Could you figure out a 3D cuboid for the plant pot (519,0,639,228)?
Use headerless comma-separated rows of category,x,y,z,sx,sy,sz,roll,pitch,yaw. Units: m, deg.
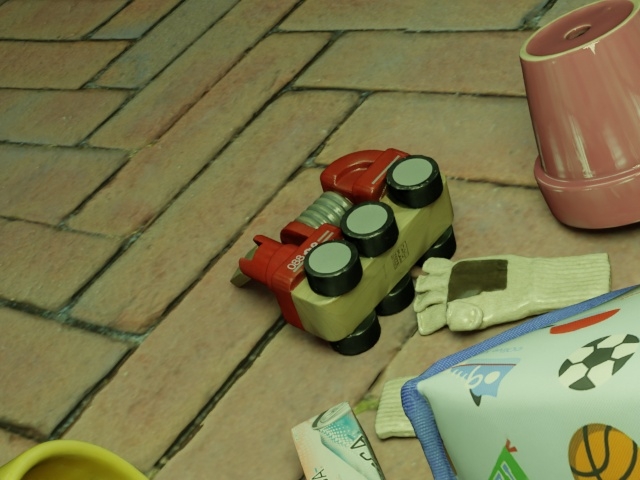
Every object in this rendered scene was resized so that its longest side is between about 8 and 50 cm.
plant pot,0.295,-0.138,1.130,0.201,0.180,0.201,-25,22,11

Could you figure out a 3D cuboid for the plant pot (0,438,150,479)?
plant pot,-0.239,0.317,0.854,0.239,0.254,0.254,-33,30,17

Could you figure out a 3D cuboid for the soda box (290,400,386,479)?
soda box,0.029,0.223,0.952,0.063,0.058,0.183,-26,33,0

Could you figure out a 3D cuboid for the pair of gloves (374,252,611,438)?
pair of gloves,0.165,0.092,1.057,0.204,0.042,0.240,-5,39,29

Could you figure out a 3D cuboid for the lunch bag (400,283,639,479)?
lunch bag,0.310,0.119,0.687,0.385,0.238,0.328,-20,8,-41

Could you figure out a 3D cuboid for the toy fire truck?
toy fire truck,0.000,0.000,1.228,0.246,0.158,0.217,22,55,36
